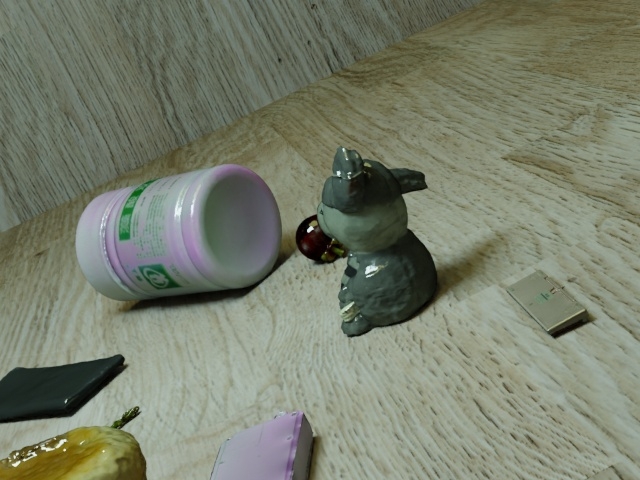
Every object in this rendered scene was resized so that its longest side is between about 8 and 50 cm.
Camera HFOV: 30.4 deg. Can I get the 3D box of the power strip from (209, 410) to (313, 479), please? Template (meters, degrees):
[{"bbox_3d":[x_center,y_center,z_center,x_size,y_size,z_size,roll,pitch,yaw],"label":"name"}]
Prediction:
[{"bbox_3d":[-0.070,0.269,1.239,0.109,0.037,0.279,-22,17,12],"label":"power strip"}]

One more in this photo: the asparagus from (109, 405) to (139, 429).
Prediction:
[{"bbox_3d":[-0.306,0.274,1.601,0.166,0.013,0.016,-37,-21,-38],"label":"asparagus"}]

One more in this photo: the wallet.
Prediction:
[{"bbox_3d":[-0.445,0.238,1.882,0.285,0.030,0.146,-13,24,39],"label":"wallet"}]

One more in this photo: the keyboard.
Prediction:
[{"bbox_3d":[0.268,0.073,1.396,0.055,0.017,0.166,-30,17,0],"label":"keyboard"}]

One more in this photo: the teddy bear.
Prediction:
[{"bbox_3d":[0.076,-0.016,1.597,0.171,0.251,0.144,-20,11,-40],"label":"teddy bear"}]

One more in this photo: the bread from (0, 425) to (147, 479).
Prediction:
[{"bbox_3d":[-0.301,0.305,1.299,0.244,0.134,0.244,-22,14,6],"label":"bread"}]

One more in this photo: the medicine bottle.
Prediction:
[{"bbox_3d":[-0.246,-0.009,2.032,0.325,0.212,0.212,-8,24,43],"label":"medicine bottle"}]

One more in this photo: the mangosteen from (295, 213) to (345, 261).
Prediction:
[{"bbox_3d":[-0.001,-0.003,1.903,0.081,0.081,0.081,-23,17,7],"label":"mangosteen"}]
